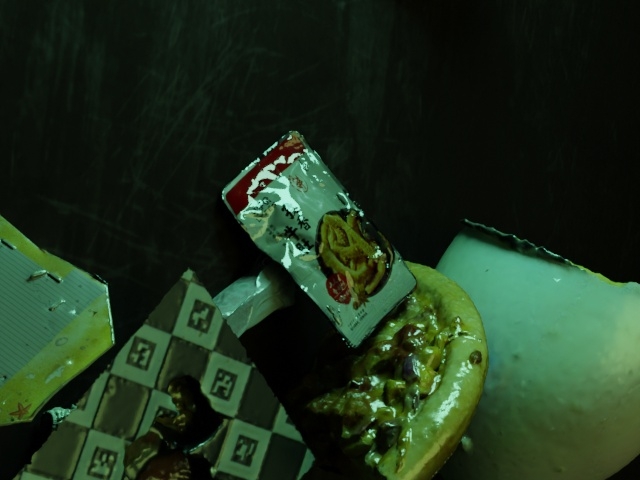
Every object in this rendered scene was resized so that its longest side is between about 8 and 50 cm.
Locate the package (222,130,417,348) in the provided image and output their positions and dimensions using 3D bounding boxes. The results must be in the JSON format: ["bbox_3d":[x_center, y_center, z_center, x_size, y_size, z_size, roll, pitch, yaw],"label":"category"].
[{"bbox_3d":[0.000,0.000,1.808,0.239,0.030,0.154,49,49,-2],"label":"package"}]

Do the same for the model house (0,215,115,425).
[{"bbox_3d":[-0.311,0.108,1.420,0.219,0.207,0.136,-49,167,-39],"label":"model house"}]

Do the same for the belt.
[{"bbox_3d":[-0.096,0.081,1.760,0.232,0.053,0.071,-40,118,-42],"label":"belt"}]

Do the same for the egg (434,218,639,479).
[{"bbox_3d":[0.275,0.186,2.029,0.354,0.354,0.340,20,93,-52],"label":"egg"}]

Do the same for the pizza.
[{"bbox_3d":[0.072,0.164,1.835,0.114,0.278,0.409,55,28,-25],"label":"pizza"}]

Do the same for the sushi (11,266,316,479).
[{"bbox_3d":[-0.169,0.228,1.636,0.294,0.059,0.292,-49,124,-25],"label":"sushi"}]

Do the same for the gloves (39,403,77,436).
[{"bbox_3d":[-0.255,0.187,1.581,0.081,0.037,0.044,-7,132,-56],"label":"gloves"}]
